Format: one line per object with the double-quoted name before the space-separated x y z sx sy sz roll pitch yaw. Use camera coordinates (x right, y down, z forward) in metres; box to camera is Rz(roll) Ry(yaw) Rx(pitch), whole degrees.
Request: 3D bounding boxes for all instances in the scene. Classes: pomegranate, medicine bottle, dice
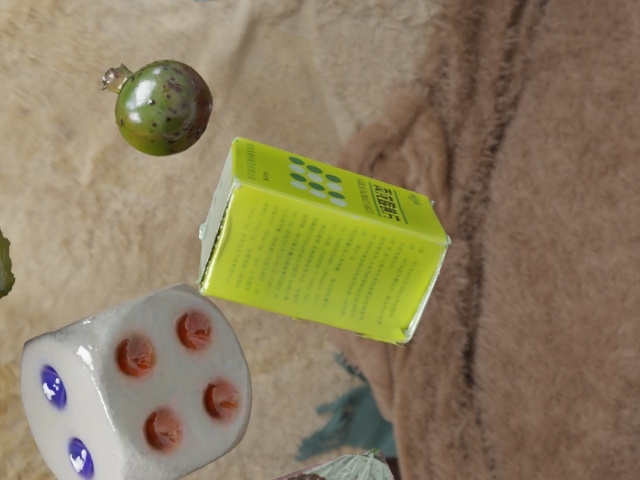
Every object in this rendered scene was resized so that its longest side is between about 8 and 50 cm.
"pomegranate" -0.192 -0.165 1.298 0.130 0.130 0.130 -8 108 -25
"medicine bottle" 0.000 0.000 1.180 0.250 0.137 0.141 15 109 -12
"dice" -0.260 0.211 1.537 0.259 0.243 0.251 -22 90 -44

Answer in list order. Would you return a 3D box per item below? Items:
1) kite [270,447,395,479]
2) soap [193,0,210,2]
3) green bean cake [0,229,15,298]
"kite" -0.018 0.235 0.819 0.267 0.322 0.013 -41 129 -45
"soap" -0.072 -0.300 0.863 0.119 0.066 0.198 -13 79 -19
"green bean cake" -0.521 0.013 1.397 0.232 0.236 0.124 -3 94 -24
